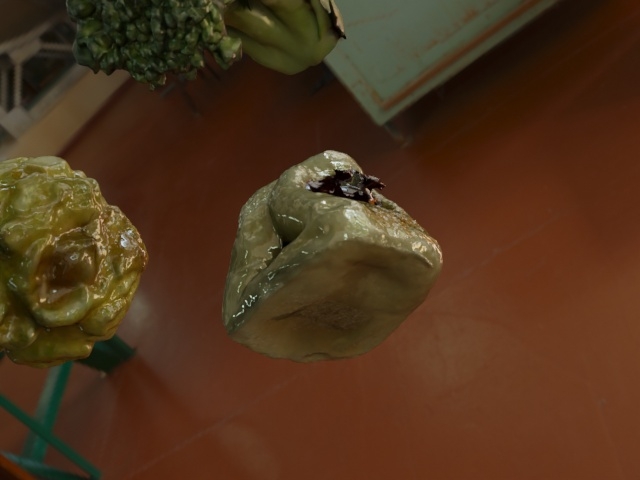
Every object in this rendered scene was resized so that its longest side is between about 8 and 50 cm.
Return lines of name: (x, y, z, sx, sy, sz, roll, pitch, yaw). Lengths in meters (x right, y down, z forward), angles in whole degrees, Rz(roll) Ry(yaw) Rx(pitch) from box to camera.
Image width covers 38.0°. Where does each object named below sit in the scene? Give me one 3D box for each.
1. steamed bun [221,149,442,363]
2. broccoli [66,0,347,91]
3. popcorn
steamed bun: (0.000, 0.000, 0.777, 0.172, 0.141, 0.155, -43, 43, 31)
broccoli: (-0.104, -0.297, 0.903, 0.334, 0.272, 0.324, -35, 69, 15)
popcorn: (-0.333, 0.029, 1.068, 0.249, 0.249, 0.225, -24, 16, 34)
